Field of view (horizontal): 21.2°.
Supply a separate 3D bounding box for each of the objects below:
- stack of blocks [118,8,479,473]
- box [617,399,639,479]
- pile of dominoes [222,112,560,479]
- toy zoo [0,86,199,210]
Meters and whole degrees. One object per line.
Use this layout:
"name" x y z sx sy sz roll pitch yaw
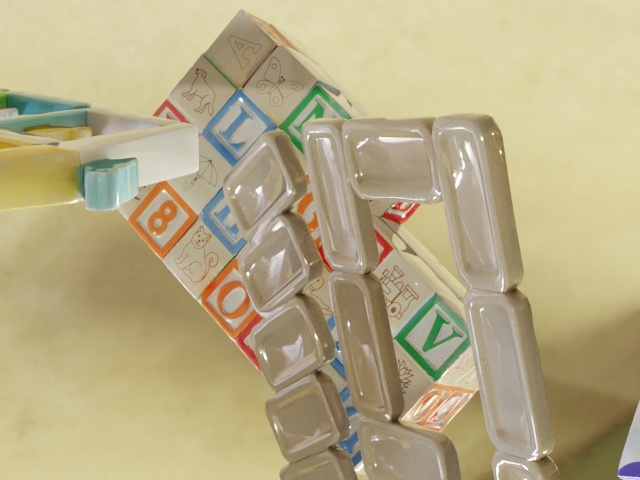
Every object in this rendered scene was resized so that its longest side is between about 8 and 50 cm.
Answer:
"stack of blocks" 0.000 0.000 1.203 0.171 0.297 0.087 -48 155 12
"box" 0.309 0.162 1.228 0.137 0.072 0.126 25 166 -24
"pile of dominoes" 0.040 0.070 0.656 0.040 0.251 0.196 -17 -167 -29
"toy zoo" -0.206 -0.054 0.981 0.192 0.030 0.293 -12 -162 -41
